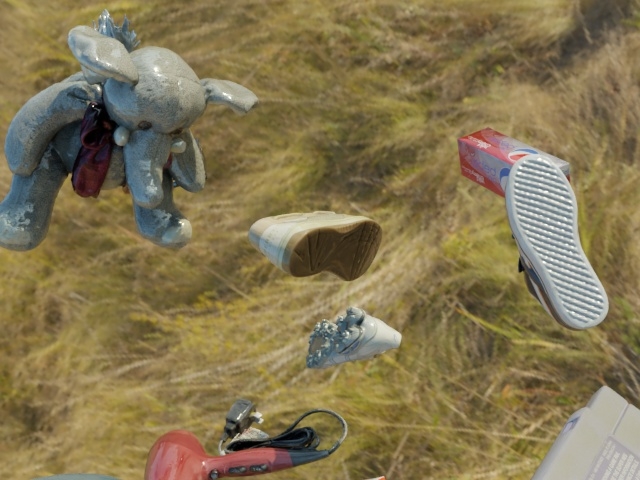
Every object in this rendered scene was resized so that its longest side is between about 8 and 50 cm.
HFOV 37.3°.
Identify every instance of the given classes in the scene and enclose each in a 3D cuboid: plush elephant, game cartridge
[{"bbox_3d":[-0.230,-0.135,1.164,0.255,0.272,0.330,5,87,58],"label":"plush elephant"},{"bbox_3d":[0.313,0.315,0.974,0.230,0.355,0.068,34,128,16],"label":"game cartridge"}]

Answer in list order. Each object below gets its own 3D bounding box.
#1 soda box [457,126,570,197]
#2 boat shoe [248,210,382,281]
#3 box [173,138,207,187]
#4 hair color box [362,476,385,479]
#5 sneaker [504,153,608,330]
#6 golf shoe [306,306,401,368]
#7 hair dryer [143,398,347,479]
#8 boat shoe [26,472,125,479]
[{"bbox_3d":[0.386,-0.144,1.913,0.083,0.092,0.263,-23,31,-20],"label":"soda box"},{"bbox_3d":[0.000,0.000,1.475,0.098,0.302,0.109,26,103,27],"label":"boat shoe"},{"bbox_3d":[-0.247,-0.133,1.666,0.083,0.052,0.062,-15,40,4],"label":"box"},{"bbox_3d":[0.027,0.412,1.466,0.093,0.167,0.053,-18,82,32],"label":"hair color box"},{"bbox_3d":[0.405,0.011,1.688,0.126,0.127,0.321,-15,78,-2],"label":"sneaker"},{"bbox_3d":[0.039,0.139,1.230,0.176,0.086,0.069,-29,45,63],"label":"golf shoe"},{"bbox_3d":[-0.127,0.282,1.233,0.224,0.080,0.293,-4,22,44],"label":"hair dryer"},{"bbox_3d":[-0.108,0.207,0.595,0.228,0.081,0.079,6,20,10],"label":"boat shoe"}]
